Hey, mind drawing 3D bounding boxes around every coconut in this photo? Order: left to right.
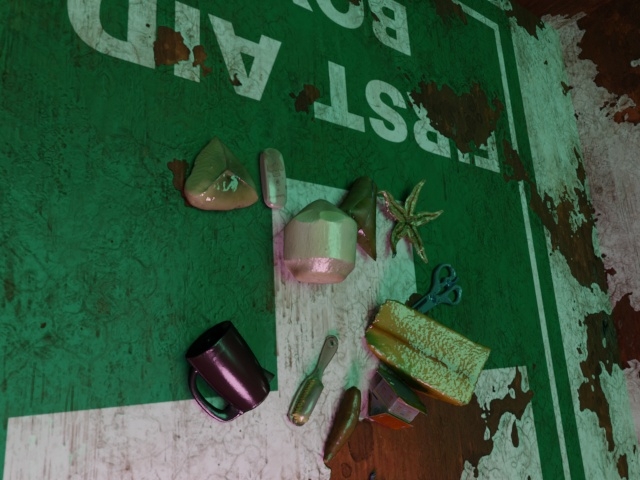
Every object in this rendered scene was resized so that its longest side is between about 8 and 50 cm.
[{"bbox_3d":[0.000,0.000,1.544,0.237,0.237,0.266,16,73,-33],"label":"coconut"}]

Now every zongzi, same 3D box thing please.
[{"bbox_3d":[0.176,-0.084,1.784,0.256,0.115,0.228,51,48,-23],"label":"zongzi"}]

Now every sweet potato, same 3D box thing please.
[{"bbox_3d":[0.076,0.583,1.540,0.077,0.077,0.244,35,62,-25],"label":"sweet potato"}]

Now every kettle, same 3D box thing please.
[{"bbox_3d":[-0.250,0.364,1.313,0.202,0.144,0.232,-39,105,-18],"label":"kettle"}]

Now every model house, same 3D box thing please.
[{"bbox_3d":[0.247,0.561,1.658,0.219,0.207,0.136,37,94,-35],"label":"model house"}]

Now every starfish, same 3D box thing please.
[{"bbox_3d":[0.362,-0.072,1.937,0.357,0.078,0.348,-3,79,-38],"label":"starfish"}]

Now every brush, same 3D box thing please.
[{"bbox_3d":[-0.003,0.430,1.528,0.072,0.067,0.313,43,53,-19],"label":"brush"}]

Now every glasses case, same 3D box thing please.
[{"bbox_3d":[-0.153,-0.203,1.596,0.081,0.051,0.204,0,77,-39],"label":"glasses case"}]

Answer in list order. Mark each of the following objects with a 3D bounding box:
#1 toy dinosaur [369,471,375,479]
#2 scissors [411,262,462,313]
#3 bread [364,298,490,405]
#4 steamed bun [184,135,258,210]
[{"bbox_3d":[0.148,0.832,1.542,0.080,0.045,0.197,37,50,-9],"label":"toy dinosaur"},{"bbox_3d":[0.450,0.223,1.952,0.392,0.032,0.180,-26,93,-39],"label":"scissors"},{"bbox_3d":[0.352,0.376,1.691,0.361,0.244,0.233,38,70,-25],"label":"bread"},{"bbox_3d":[-0.293,-0.174,1.447,0.231,0.110,0.212,49,54,-13],"label":"steamed bun"}]
